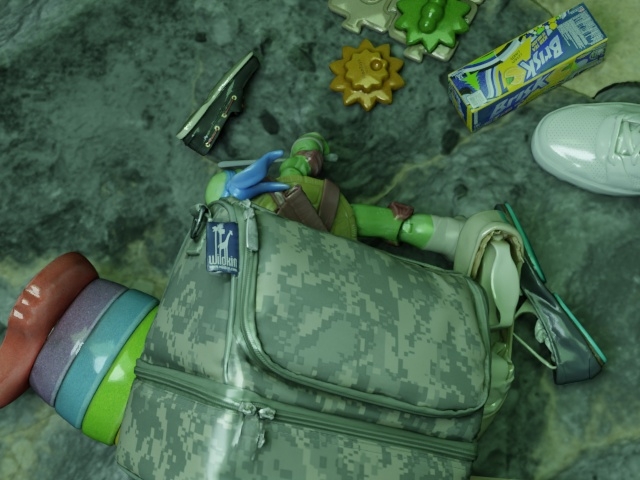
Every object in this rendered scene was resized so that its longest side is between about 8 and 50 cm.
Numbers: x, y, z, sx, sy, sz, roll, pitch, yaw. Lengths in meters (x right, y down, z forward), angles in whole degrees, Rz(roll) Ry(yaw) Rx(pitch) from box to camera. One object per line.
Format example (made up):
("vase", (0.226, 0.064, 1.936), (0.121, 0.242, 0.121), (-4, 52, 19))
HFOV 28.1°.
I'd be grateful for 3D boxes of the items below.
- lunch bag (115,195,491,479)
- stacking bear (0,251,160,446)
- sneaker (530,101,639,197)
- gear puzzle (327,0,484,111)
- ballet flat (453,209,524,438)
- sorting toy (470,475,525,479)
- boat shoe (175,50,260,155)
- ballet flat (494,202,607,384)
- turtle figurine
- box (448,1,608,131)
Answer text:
("lunch bag", (-0.006, 0.117, 1.131), (0.305, 0.212, 0.256), (17, 82, -29))
("stacking bear", (-0.165, 0.150, 1.275), (0.289, 0.164, 0.175), (32, 119, 3))
("sneaker", (0.361, -0.104, 1.288), (0.292, 0.169, 0.108), (11, 76, 10))
("gear puzzle", (0.102, -0.297, 1.439), (0.175, 0.044, 0.339), (27, 78, 13))
("ballet flat", (0.157, 0.094, 1.252), (0.086, 0.086, 0.248), (6, 95, 8))
("sorting toy", (0.179, 0.300, 1.246), (0.274, 0.046, 0.132), (3, 73, 7))
("boat shoe", (-0.106, -0.152, 1.420), (0.042, 0.049, 0.133), (39, 72, -13))
("ballet flat", (0.212, 0.059, 1.306), (0.074, 0.074, 0.203), (-29, 76, -3))
("turtle figurine", (0.000, 0.000, 1.331), (0.266, 0.275, 0.198), (21, 52, -8))
("box", (0.222, -0.186, 1.384), (0.169, 0.059, 0.054), (-28, 71, -3))
